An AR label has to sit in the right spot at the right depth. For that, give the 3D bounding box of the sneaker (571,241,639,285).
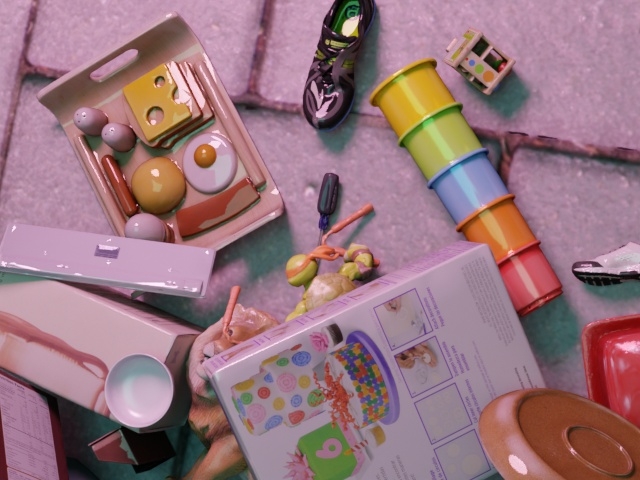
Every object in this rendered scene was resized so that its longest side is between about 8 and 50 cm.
[{"bbox_3d":[0.343,0.026,1.386,0.109,0.040,0.043,-3,67,11],"label":"sneaker"}]

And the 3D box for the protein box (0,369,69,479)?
[{"bbox_3d":[-0.408,0.283,1.382,0.200,0.136,0.201,-31,50,15],"label":"protein box"}]

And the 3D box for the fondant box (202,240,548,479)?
[{"bbox_3d":[0.070,0.173,1.317,0.330,0.096,0.238,-25,99,-11],"label":"fondant box"}]

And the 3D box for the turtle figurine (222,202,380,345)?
[{"bbox_3d":[0.032,0.085,1.403,0.217,0.087,0.269,52,54,-5],"label":"turtle figurine"}]

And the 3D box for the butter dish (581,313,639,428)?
[{"bbox_3d":[0.370,0.155,1.318,0.160,0.118,0.159,-9,81,14],"label":"butter dish"}]

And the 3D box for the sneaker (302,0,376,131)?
[{"bbox_3d":[0.016,-0.227,1.478,0.067,0.078,0.188,16,89,17],"label":"sneaker"}]

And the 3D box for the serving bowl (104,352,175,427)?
[{"bbox_3d":[-0.200,0.169,1.364,0.083,0.027,0.083,-1,85,15],"label":"serving bowl"}]

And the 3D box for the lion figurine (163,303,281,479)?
[{"bbox_3d":[-0.034,0.280,1.423,0.392,0.142,0.240,45,88,1],"label":"lion figurine"}]

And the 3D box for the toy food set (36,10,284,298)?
[{"bbox_3d":[-0.206,-0.108,1.518,0.220,0.092,0.306,-30,78,11],"label":"toy food set"}]

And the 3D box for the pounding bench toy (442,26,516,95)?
[{"bbox_3d":[0.188,-0.214,1.447,0.065,0.083,0.052,37,98,-16],"label":"pounding bench toy"}]

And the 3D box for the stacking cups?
[{"bbox_3d":[0.178,-0.062,1.407,0.096,0.096,0.316,-34,76,9],"label":"stacking cups"}]

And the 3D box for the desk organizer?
[{"bbox_3d":[-0.225,0.253,1.463,0.047,0.130,0.050,-31,79,10],"label":"desk organizer"}]

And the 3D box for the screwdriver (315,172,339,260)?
[{"bbox_3d":[0.000,0.000,1.493,0.024,0.025,0.169,11,96,15],"label":"screwdriver"}]

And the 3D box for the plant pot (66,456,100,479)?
[{"bbox_3d":[-0.313,0.383,1.460,0.166,0.165,0.234,-39,63,8],"label":"plant pot"}]

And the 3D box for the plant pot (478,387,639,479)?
[{"bbox_3d":[0.271,0.218,1.203,0.236,0.236,0.032,32,116,16],"label":"plant pot"}]

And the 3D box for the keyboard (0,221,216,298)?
[{"bbox_3d":[-0.257,0.023,1.444,0.256,0.014,0.072,8,48,2],"label":"keyboard"}]

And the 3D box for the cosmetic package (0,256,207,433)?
[{"bbox_3d":[-0.297,0.118,1.489,0.296,0.153,0.129,21,91,18],"label":"cosmetic package"}]
